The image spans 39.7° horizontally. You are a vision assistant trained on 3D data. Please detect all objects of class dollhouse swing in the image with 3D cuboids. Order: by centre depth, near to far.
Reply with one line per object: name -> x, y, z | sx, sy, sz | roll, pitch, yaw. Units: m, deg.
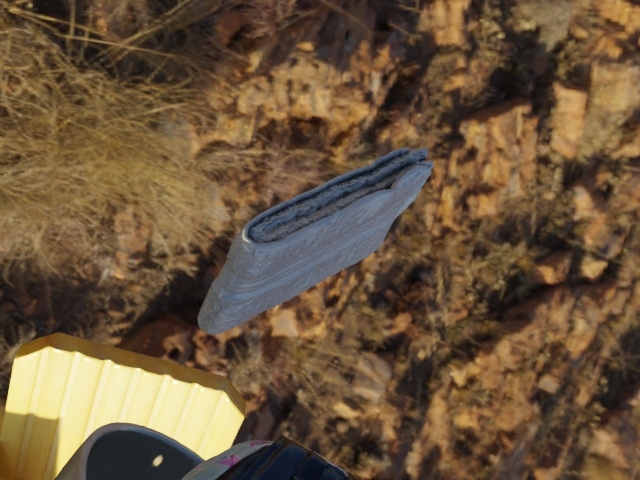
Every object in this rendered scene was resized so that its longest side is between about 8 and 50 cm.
dollhouse swing -> -0.284, 0.344, 1.116 | 0.346, 0.305, 0.315 | 17, 52, -10

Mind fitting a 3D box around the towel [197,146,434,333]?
towel -> 0.000, 0.000, 0.965 | 0.282, 0.049, 0.187 | -27, 160, -37

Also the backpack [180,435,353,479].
backpack -> -0.057, 0.196, 0.507 | 0.152, 0.115, 0.182 | 48, 64, -12

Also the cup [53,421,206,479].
cup -> -0.171, 0.369, 0.799 | 0.237, 0.331, 0.331 | -44, 134, 5
